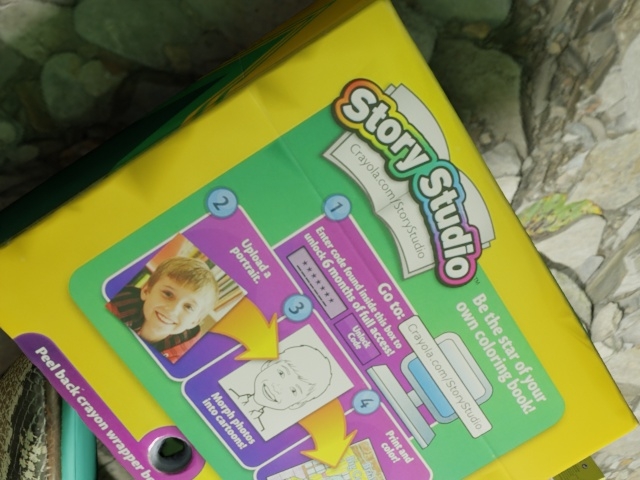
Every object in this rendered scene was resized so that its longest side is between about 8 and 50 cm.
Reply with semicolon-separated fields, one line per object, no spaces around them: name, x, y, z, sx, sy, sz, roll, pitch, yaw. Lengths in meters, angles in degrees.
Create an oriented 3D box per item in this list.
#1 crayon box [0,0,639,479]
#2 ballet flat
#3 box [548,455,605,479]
crayon box;-0.003;0.058;0.675;0.313;0.106;0.363;-32;111;5
ballet flat;-0.243;0.267;0.828;0.182;0.164;0.482;-6;137;0
box;0.294;0.325;1.171;0.058;0.087;0.232;-22;135;-8
